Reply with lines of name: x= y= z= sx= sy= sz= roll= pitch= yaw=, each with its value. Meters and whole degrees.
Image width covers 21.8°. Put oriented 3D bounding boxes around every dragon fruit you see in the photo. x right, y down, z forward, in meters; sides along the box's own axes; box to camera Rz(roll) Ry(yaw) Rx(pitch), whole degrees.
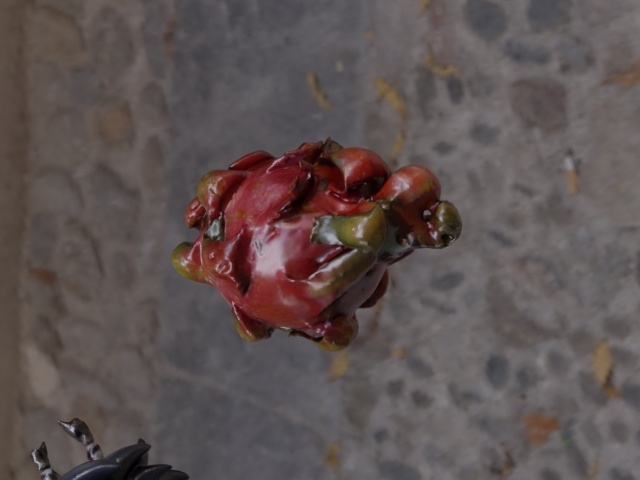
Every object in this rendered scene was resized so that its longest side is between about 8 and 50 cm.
dragon fruit: x=-0.009 y=-0.013 z=1.812 sx=0.307 sy=0.227 sz=0.243 roll=-50 pitch=55 yaw=29

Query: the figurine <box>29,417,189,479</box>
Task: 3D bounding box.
figurine: x=-0.171 y=0.296 z=1.446 sx=0.175 sy=0.197 sz=0.265 roll=-36 pitch=101 yaw=18
